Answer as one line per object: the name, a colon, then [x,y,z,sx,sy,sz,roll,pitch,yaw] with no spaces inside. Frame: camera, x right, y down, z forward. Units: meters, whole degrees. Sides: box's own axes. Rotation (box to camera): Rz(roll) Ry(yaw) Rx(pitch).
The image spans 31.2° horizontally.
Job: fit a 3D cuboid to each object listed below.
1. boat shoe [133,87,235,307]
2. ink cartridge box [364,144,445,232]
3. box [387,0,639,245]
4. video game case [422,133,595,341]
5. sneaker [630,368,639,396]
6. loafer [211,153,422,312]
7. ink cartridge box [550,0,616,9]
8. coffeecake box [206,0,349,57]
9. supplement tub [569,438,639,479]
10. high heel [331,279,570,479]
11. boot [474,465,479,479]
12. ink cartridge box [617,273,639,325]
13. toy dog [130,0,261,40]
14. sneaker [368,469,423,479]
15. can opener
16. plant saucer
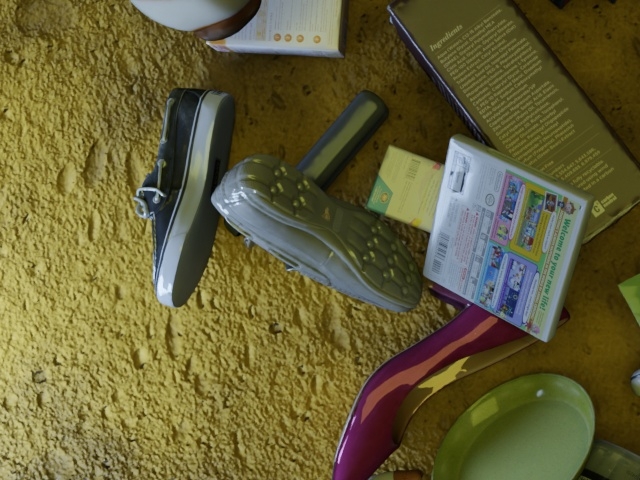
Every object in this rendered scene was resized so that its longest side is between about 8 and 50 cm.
boat shoe: [-0.201,-0.064,1.584,0.105,0.113,0.306,10,89,15]
ink cartridge box: [0.146,-0.059,1.540,0.143,0.090,0.092,22,93,7]
box: [0.253,-0.174,1.475,0.143,0.191,0.381,-38,86,7]
video game case: [0.226,-0.003,1.415,0.193,0.023,0.212,29,129,28]
sneaker: [0.509,0.116,1.492,0.258,0.094,0.091,-28,76,-1]
loafer: [0.000,0.000,1.522,0.319,0.112,0.111,36,140,-21]
ink cartridge box: [0.253,-0.403,1.475,0.311,0.186,0.065,38,93,7]
coffeecake box: [-0.056,-0.331,1.582,0.185,0.068,0.142,5,90,9]
supplement tub: [0.326,0.424,1.421,0.193,0.193,0.316,37,77,7]
high heel: [0.165,0.201,1.513,0.181,0.127,0.377,30,91,18]
boot: [0.251,0.414,1.528,0.106,0.082,0.219,4,89,11]
ink cartridge box: [0.501,0.121,1.416,0.171,0.056,0.235,-27,86,-1]
toy dog: [-0.164,-0.461,1.440,0.395,0.284,0.408,-18,58,26]
sneaker: [0.143,0.447,1.531,0.123,0.106,0.290,-21,85,11]
can opener: [-0.022,-0.100,1.574,0.280,0.074,0.093,-45,83,6]
plant saucer: [0.253,0.276,1.473,0.241,0.241,0.037,-37,116,7]
